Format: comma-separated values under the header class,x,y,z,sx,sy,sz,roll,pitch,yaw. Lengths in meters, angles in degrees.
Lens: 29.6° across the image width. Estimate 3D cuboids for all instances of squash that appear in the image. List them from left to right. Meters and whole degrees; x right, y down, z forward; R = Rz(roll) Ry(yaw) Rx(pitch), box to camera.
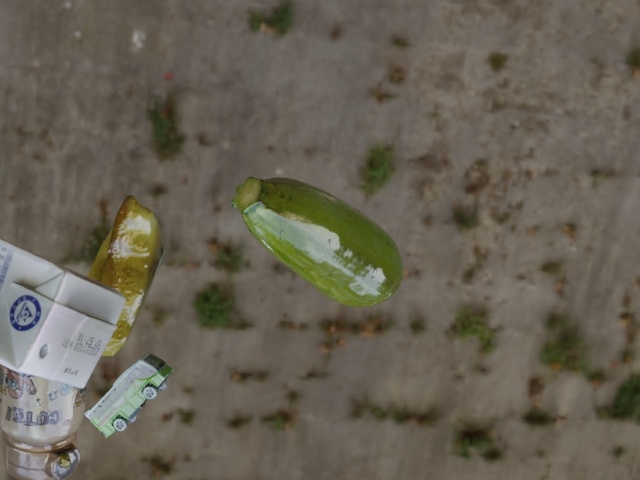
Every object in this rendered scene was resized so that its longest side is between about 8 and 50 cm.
class,x,y,z,sx,sy,sz,roll,pitch,yaw
squash,0.000,0.000,0.852,0.066,0.066,0.201,18,173,33

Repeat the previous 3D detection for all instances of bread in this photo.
class,x,y,z,sx,sy,sz,roll,pitch,yaw
bread,-0.279,0.056,1.702,0.088,0.233,0.161,20,177,1

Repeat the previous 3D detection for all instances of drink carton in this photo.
class,x,y,z,sx,sy,sz,roll,pitch,yaw
drink carton,-0.350,0.031,1.133,0.315,0.106,0.130,23,175,19

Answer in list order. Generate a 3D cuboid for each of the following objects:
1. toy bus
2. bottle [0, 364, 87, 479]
class,x,y,z,sx,sy,sz,roll,pitch,yaw
toy bus,-0.168,0.137,1.073,0.037,0.083,0.031,44,-165,2
bottle,-0.297,0.166,1.310,0.110,0.209,0.097,25,-151,35
